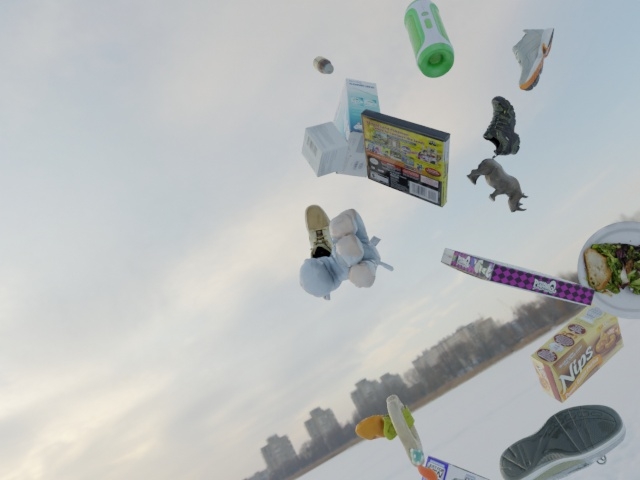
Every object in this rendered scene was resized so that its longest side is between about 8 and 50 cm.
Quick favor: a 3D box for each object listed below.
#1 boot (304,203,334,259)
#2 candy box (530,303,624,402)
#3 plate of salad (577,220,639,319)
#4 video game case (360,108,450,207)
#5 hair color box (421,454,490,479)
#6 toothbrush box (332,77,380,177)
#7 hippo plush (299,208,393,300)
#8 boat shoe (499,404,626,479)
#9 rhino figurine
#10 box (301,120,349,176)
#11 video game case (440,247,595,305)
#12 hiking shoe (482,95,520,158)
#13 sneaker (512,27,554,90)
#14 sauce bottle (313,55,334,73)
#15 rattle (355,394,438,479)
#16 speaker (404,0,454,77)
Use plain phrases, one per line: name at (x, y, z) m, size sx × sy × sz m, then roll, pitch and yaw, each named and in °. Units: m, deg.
boot at (0.000, 0.000, 1.642) m, size 0.095 × 0.262 × 0.203 m, roll -13°, pitch 1°, yaw 5°
candy box at (0.872, 0.374, 1.614) m, size 0.316 × 0.087 × 0.183 m, roll -35°, pitch -65°, yaw -12°
plate of salad at (0.631, 0.059, 0.965) m, size 0.199 × 0.200 × 0.048 m, roll -33°, pitch -11°, yaw 7°
video game case at (0.247, -0.240, 1.396) m, size 0.035 × 0.274 × 0.248 m, roll -46°, pitch -35°, yaw -27°
hair color box at (0.370, 0.847, 1.418) m, size 0.185 × 0.339 × 0.110 m, roll 29°, pitch -18°, yaw -21°
toothbrush box at (0.131, -0.416, 1.766) m, size 0.126 × 0.296 × 0.216 m, roll 5°, pitch -38°, yaw -11°
hippo plush at (0.043, 0.051, 1.439) m, size 0.236 × 0.235 × 0.294 m, roll -25°, pitch -2°, yaw 21°
boat shoe at (0.580, 0.500, 1.137) m, size 0.103 × 0.118 × 0.320 m, roll 33°, pitch -63°, yaw -19°
rhino figurine at (0.619, -0.182, 1.632) m, size 0.106 × 0.243 × 0.073 m, roll -49°, pitch 7°, yaw 13°
box at (0.011, -0.250, 1.307) m, size 0.087 × 0.101 × 0.102 m, roll -20°, pitch -29°, yaw -22°
video game case at (0.403, 0.073, 1.004) m, size 0.231 × 0.042 × 0.210 m, roll 14°, pitch 4°, yaw -12°
hiking shoe at (0.650, -0.417, 1.745) m, size 0.114 × 0.227 × 0.086 m, roll -13°, pitch -6°, yaw -5°
sneaker at (0.729, -0.640, 1.688) m, size 0.263 × 0.120 × 0.099 m, roll -63°, pitch -27°, yaw -18°
sauce bottle at (0.010, -0.476, 1.305) m, size 0.042 × 0.128 × 0.042 m, roll -5°, pitch -60°, yaw -9°
rattle at (0.151, 0.439, 1.014) m, size 0.142 × 0.200 × 0.130 m, roll -14°, pitch -59°, yaw 1°
speaker at (0.359, -0.679, 1.593) m, size 0.131 × 0.297 × 0.131 m, roll -3°, pitch -35°, yaw -2°
